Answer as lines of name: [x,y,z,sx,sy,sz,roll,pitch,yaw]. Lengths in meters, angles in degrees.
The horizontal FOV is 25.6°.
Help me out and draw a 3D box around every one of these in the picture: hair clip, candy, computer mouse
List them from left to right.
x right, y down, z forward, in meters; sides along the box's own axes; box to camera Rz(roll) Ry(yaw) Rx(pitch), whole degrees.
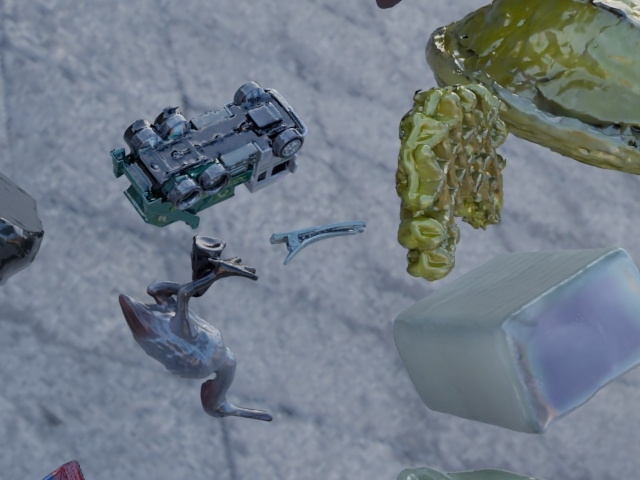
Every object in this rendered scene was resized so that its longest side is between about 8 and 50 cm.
computer mouse: [-0.320,-0.020,1.246,0.138,0.086,0.270,37,2,-19]
hair clip: [0.000,0.000,1.670,0.115,0.030,0.039,-13,80,-12]
candy: [0.241,0.113,1.690,0.145,0.208,0.359,61,-15,-7]

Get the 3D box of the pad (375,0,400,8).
pad: [0.096,-0.334,1.292,0.004,0.181,0.267,30,30,-30]

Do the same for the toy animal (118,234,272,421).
toy animal: [-0.176,0.151,2.006,0.195,0.324,0.090,-8,30,-6]

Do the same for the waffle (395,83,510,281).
waffle: [0.103,-0.049,1.109,0.051,0.148,0.194,5,8,22]

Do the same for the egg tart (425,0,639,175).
egg tart: [0.269,-0.165,1.307,0.345,0.132,0.345,16,20,-6]

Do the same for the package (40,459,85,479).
package: [-0.356,0.329,1.614,0.200,0.022,0.083,-22,98,-23]

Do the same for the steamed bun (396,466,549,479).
steamed bun: [0.171,0.442,1.590,0.352,0.339,0.247,10,29,-8]

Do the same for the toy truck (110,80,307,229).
toy truck: [-0.127,-0.086,1.594,0.216,0.116,0.110,-26,63,-27]
